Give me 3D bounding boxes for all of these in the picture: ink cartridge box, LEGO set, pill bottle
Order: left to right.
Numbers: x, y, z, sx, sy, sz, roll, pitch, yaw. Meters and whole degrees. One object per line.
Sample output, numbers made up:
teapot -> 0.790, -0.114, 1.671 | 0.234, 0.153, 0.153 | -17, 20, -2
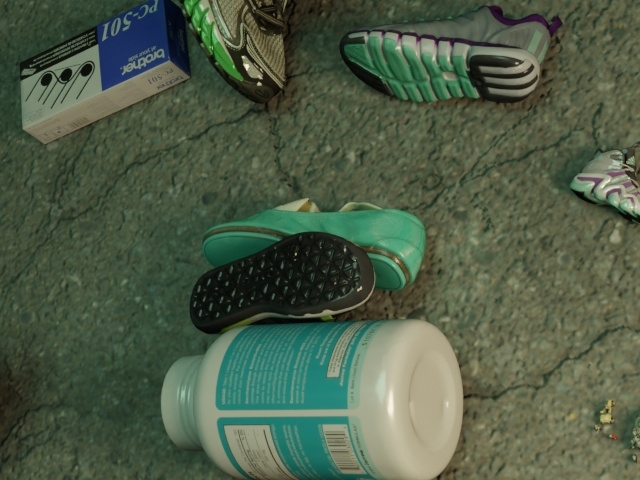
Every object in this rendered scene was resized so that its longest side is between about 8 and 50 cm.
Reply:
ink cartridge box -> -0.250, -0.195, 1.935 | 0.207, 0.046, 0.097 | -21, 58, 22
pill bottle -> -0.014, 0.147, 1.542 | 0.264, 0.146, 0.146 | -3, 65, 31
LEGO set -> 0.268, 0.161, 1.433 | 0.083, 0.023, 0.054 | 2, 67, 33

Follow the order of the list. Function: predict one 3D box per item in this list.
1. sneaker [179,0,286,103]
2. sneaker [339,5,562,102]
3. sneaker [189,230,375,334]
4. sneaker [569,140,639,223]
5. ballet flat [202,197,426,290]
sneaker -> -0.074, -0.309, 1.821 | 0.146, 0.134, 0.343 | -14, 66, 17
sneaker -> 0.130, -0.194, 1.686 | 0.224, 0.083, 0.098 | 12, 53, 32
sneaker -> -0.023, 0.051, 1.623 | 0.235, 0.097, 0.084 | -10, 64, 43
sneaker -> 0.279, -0.058, 1.529 | 0.098, 0.038, 0.069 | 28, 84, 39
ballet flat -> 0.000, 0.000, 1.665 | 0.247, 0.083, 0.087 | 4, 45, 34
